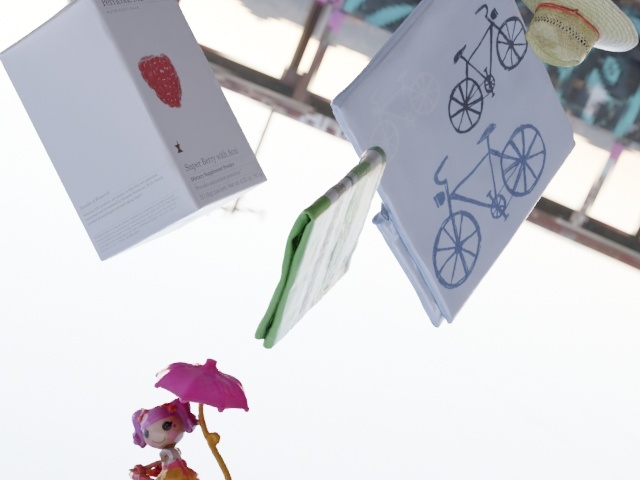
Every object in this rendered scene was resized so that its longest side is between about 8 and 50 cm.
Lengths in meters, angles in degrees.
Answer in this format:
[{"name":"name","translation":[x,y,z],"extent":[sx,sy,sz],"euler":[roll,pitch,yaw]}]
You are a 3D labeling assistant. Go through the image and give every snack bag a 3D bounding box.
[{"name":"snack bag","translation":[0.155,-0.124,1.427],"extent":[0.037,0.323,0.342],"euler":[11,143,44]}]

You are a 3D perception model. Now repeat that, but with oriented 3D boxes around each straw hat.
[{"name":"straw hat","translation":[0.249,-0.213,1.296],"extent":[0.144,0.061,0.144],"euler":[30,171,5]}]

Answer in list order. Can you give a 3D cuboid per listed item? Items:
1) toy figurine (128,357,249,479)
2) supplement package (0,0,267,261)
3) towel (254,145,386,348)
[{"name":"toy figurine","translation":[-0.107,0.181,1.043],"extent":[0.130,0.173,0.159],"euler":[20,-129,-66]},{"name":"supplement package","translation":[-0.234,-0.154,1.593],"extent":[0.293,0.175,0.177],"euler":[63,-149,-1]},{"name":"towel","translation":[0.000,0.000,0.889],"extent":[0.023,0.113,0.152],"euler":[24,-154,13]}]
